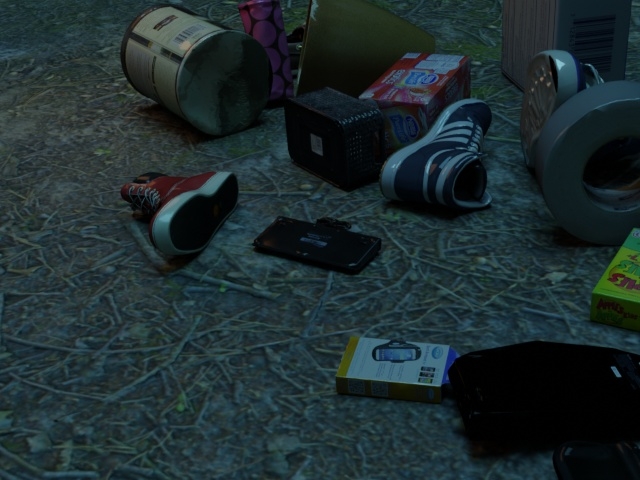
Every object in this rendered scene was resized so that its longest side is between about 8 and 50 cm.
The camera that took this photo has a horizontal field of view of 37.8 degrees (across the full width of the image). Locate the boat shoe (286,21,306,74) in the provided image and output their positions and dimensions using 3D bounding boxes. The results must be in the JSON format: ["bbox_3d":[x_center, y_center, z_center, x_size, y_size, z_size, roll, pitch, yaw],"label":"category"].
[{"bbox_3d":[-0.039,-0.428,2.077,0.324,0.097,0.116,-17,31,-21],"label":"boat shoe"}]

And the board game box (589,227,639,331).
[{"bbox_3d":[0.415,0.049,1.182,0.092,0.043,0.181,13,33,29],"label":"board game box"}]

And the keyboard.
[{"bbox_3d":[0.000,0.000,1.364,0.180,0.023,0.108,14,40,29],"label":"keyboard"}]

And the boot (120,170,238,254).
[{"bbox_3d":[-0.247,-0.046,1.424,0.176,0.089,0.244,3,21,15],"label":"boot"}]

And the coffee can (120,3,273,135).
[{"bbox_3d":[-0.248,-0.340,1.840,0.201,0.202,0.275,-21,33,-26],"label":"coffee can"}]

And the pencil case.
[{"bbox_3d":[-0.115,-0.384,1.892,0.095,0.209,0.098,-15,19,-28],"label":"pencil case"}]

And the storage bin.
[{"bbox_3d":[0.023,-0.174,1.574,0.084,0.122,0.180,-21,32,-27],"label":"storage bin"}]

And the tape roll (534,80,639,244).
[{"bbox_3d":[0.408,-0.104,1.281,0.219,0.219,0.072,-2,30,5],"label":"tape roll"}]

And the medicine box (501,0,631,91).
[{"bbox_3d":[0.464,-0.419,1.806,0.149,0.264,0.289,-8,29,-7],"label":"medicine box"}]

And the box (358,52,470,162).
[{"bbox_3d":[0.173,-0.237,1.665,0.128,0.123,0.257,8,31,23],"label":"box"}]

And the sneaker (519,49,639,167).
[{"bbox_3d":[0.437,-0.206,1.419,0.236,0.323,0.130,-7,73,3],"label":"sneaker"}]

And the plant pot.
[{"bbox_3d":[0.090,-0.368,1.845,0.254,0.237,0.237,8,28,-5],"label":"plant pot"}]

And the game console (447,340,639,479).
[{"bbox_3d":[0.256,0.211,0.896,0.213,0.044,0.361,0,28,-5],"label":"game console"}]

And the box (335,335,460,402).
[{"bbox_3d":[0.092,0.148,1.071,0.136,0.028,0.081,6,30,14],"label":"box"}]

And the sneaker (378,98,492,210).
[{"bbox_3d":[0.234,-0.136,1.491,0.153,0.099,0.282,14,40,40],"label":"sneaker"}]
